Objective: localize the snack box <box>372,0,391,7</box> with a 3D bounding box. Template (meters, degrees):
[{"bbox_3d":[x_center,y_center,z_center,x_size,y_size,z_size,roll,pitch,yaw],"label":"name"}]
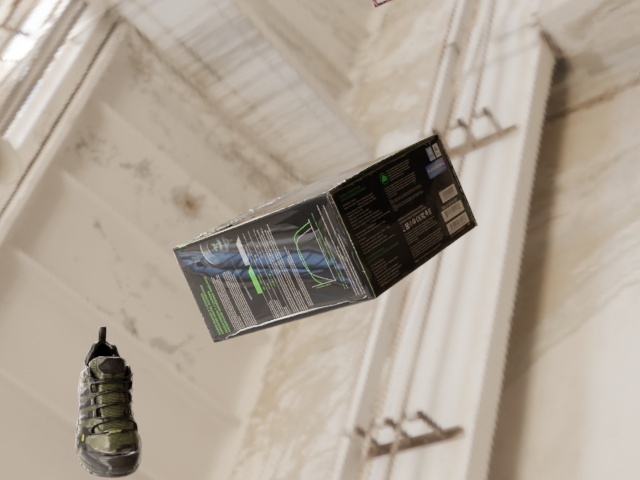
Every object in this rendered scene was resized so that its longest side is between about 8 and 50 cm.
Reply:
[{"bbox_3d":[0.062,-0.267,0.978,0.100,0.037,0.141,67,-156,-10],"label":"snack box"}]

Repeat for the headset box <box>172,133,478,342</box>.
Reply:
[{"bbox_3d":[0.000,0.000,1.341,0.246,0.283,0.131,-30,-82,-49],"label":"headset box"}]

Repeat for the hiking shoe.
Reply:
[{"bbox_3d":[-0.285,0.212,1.449,0.086,0.114,0.227,-6,-147,-18],"label":"hiking shoe"}]
